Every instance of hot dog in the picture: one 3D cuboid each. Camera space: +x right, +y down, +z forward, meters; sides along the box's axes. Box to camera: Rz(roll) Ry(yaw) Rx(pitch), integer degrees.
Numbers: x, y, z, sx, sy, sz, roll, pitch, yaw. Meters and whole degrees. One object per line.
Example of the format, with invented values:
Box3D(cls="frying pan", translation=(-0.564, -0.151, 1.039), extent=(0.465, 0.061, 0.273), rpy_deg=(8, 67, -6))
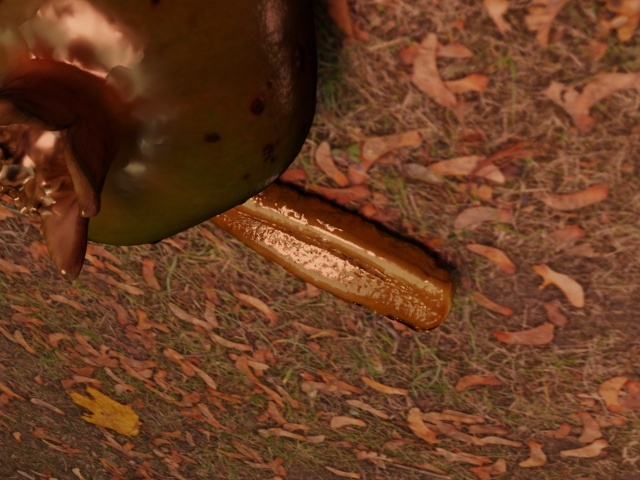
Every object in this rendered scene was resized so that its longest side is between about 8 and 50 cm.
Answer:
Box3D(cls="hot dog", translation=(0.000, -0.001, 0.781), extent=(0.289, 0.068, 0.083), rpy_deg=(28, 119, 2))

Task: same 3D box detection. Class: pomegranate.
Box3D(cls="pomegranate", translation=(-0.148, -0.105, 0.534), extent=(0.291, 0.323, 0.290), rpy_deg=(15, 149, 9))
